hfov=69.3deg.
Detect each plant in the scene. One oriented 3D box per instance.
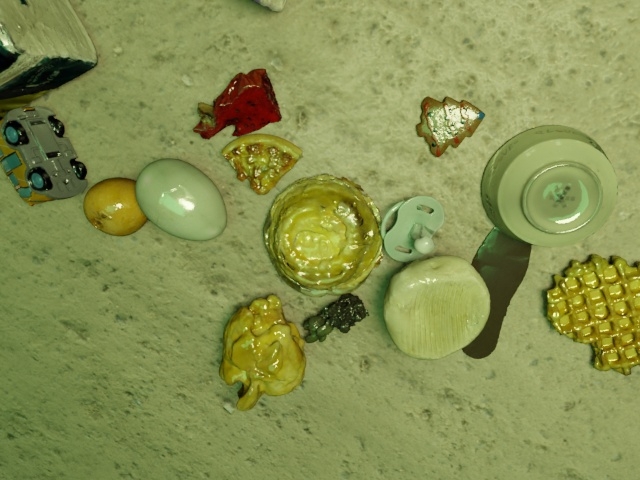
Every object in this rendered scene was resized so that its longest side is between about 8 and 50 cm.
[{"bbox_3d":[0.027,0.178,1.045,0.174,0.087,0.085,-32,63,22],"label":"plant"}]

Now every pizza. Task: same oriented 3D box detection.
[{"bbox_3d":[-0.121,-0.159,0.982,0.175,0.046,0.134,-5,106,13],"label":"pizza"}]

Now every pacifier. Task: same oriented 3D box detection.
[{"bbox_3d":[0.188,-0.015,0.924,0.126,0.116,0.150,25,111,-18],"label":"pacifier"}]

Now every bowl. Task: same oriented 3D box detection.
[{"bbox_3d":[0.425,-0.087,0.849,0.237,0.126,0.238,4,108,12],"label":"bowl"}]

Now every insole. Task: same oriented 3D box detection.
[{"bbox_3d":[0.365,0.111,0.989,0.111,0.007,0.328,12,109,9],"label":"insole"}]

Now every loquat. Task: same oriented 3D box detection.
[{"bbox_3d":[-0.447,-0.075,1.030,0.141,0.141,0.141,3,108,11],"label":"loquat"}]

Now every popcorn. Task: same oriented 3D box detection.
[{"bbox_3d":[-0.126,0.259,1.049,0.190,0.191,0.254,7,115,-23],"label":"popcorn"}]

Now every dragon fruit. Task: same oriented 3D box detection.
[{"bbox_3d":[-0.179,-0.275,0.960,0.192,0.122,0.092,-28,61,22],"label":"dragon fruit"}]

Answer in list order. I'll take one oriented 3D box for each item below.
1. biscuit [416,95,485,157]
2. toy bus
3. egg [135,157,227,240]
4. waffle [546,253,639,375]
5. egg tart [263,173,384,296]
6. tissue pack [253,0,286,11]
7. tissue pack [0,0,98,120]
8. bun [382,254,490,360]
[{"bbox_3d":[0.252,-0.229,0.897,0.130,0.019,0.119,-14,104,15],"label":"biscuit"},{"bbox_3d":[-0.641,-0.181,1.045,0.136,0.126,0.210,-16,104,25],"label":"toy bus"},{"bbox_3d":[-0.292,-0.083,0.986,0.209,0.151,0.151,38,111,-4],"label":"egg"},{"bbox_3d":[0.574,0.149,0.932,0.253,0.056,0.249,13,109,5],"label":"waffle"},{"bbox_3d":[0.000,0.000,0.983,0.278,0.095,0.279,4,107,12],"label":"egg tart"},{"bbox_3d":[-0.177,-0.596,0.796,0.338,0.160,0.242,32,112,1],"label":"tissue pack"},{"bbox_3d":[-0.717,-0.388,0.922,0.416,0.253,0.264,-21,103,17],"label":"tissue pack"},{"bbox_3d":[0.228,0.127,0.947,0.231,0.133,0.231,-2,113,-5],"label":"bun"}]
